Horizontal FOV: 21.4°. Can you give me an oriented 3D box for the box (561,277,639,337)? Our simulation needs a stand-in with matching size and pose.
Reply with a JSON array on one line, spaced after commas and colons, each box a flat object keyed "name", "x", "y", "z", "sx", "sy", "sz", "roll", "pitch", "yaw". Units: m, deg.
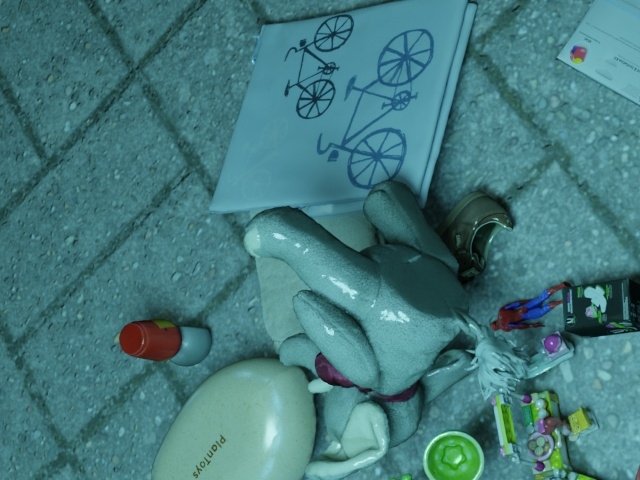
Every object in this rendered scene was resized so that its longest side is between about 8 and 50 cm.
[{"name": "box", "x": 0.326, "y": 0.078, "z": 1.929, "sx": 0.083, "sy": 0.062, "sz": 0.052, "roll": -9, "pitch": 72, "yaw": 32}]

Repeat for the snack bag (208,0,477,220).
[{"name": "snack bag", "x": 0.022, "y": -0.167, "z": 2.190, "sx": 0.343, "sy": 0.037, "sz": 0.323, "roll": -5, "pitch": 57, "yaw": 34}]

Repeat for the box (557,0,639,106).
[{"name": "box", "x": 0.389, "y": -0.261, "z": 2.006, "sx": 0.145, "sy": 0.038, "sz": 0.186, "roll": 36, "pitch": 97, "yaw": 37}]

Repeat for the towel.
[{"name": "towel", "x": 0.000, "y": 0.000, "z": 2.193, "sx": 0.187, "sy": 0.049, "sz": 0.282, "roll": -20, "pitch": 64, "yaw": 27}]

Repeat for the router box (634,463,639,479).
[{"name": "router box", "x": 0.511, "y": 0.158, "z": 1.734, "sx": 0.301, "sy": 0.082, "sz": 0.335, "roll": 9, "pitch": 72, "yaw": 37}]

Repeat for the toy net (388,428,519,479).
[{"name": "toy net", "x": 0.190, "y": 0.317, "z": 1.882, "sx": 0.232, "sy": 0.045, "sz": 0.122, "roll": 42, "pitch": 94, "yaw": 0}]

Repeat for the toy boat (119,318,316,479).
[{"name": "toy boat", "x": -0.130, "y": 0.217, "z": 2.172, "sx": 0.267, "sy": 0.148, "sz": 0.318, "roll": -49, "pitch": 62, "yaw": 19}]

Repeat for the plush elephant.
[{"name": "plush elephant", "x": 0.058, "y": 0.126, "z": 1.942, "sx": 0.330, "sy": 0.272, "sz": 0.255, "roll": 43, "pitch": 124, "yaw": 17}]

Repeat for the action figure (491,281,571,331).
[{"name": "action figure", "x": 0.248, "y": 0.084, "z": 2.004, "sx": 0.115, "sy": 0.030, "sz": 0.038, "roll": -24, "pitch": 58, "yaw": 32}]

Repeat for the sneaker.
[{"name": "sneaker", "x": 0.158, "y": 0.029, "z": 2.059, "sx": 0.071, "sy": 0.066, "sz": 0.188, "roll": 42, "pitch": 101, "yaw": 37}]

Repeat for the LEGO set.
[{"name": "LEGO set", "x": 0.278, "y": 0.239, "z": 1.885, "sx": 0.132, "sy": 0.107, "sz": 0.287, "roll": -42, "pitch": 56, "yaw": 17}]
